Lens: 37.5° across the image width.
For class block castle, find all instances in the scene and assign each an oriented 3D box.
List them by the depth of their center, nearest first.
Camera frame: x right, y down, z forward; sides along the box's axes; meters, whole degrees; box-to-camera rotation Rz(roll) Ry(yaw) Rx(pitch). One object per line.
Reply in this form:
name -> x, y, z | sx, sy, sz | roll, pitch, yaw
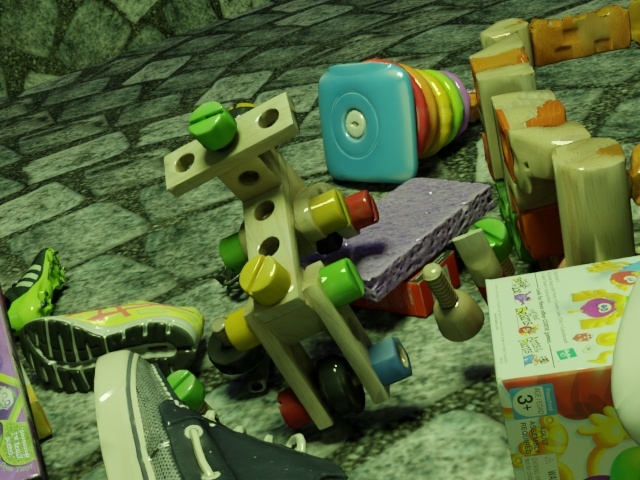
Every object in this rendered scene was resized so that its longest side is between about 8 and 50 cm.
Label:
block castle -> 0.319, -0.077, 0.892 | 0.303, 0.212, 0.453 | -11, 27, 6

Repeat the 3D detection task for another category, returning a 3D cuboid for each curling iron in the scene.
curling iron -> -0.072, 0.081, 1.004 | 0.068, 0.035, 0.274 | -33, 27, 7

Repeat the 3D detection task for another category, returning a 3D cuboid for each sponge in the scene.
sponge -> 0.079, -0.008, 1.000 | 0.117, 0.031, 0.210 | 10, 35, 44

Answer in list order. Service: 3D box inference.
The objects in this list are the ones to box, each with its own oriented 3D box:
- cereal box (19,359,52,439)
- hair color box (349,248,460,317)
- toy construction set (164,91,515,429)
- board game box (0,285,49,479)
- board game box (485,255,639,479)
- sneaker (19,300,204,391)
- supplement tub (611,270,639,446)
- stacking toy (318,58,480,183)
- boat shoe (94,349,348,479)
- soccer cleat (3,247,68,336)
cereal box -> -0.387, 0.169, 0.971 | 0.173, 0.047, 0.240 | -25, 26, -20
hair color box -> 0.069, 0.038, 1.001 | 0.141, 0.043, 0.072 | 6, 31, 40
toy construction set -> 0.000, 0.000, 0.778 | 0.309, 0.237, 0.257 | -2, 51, 31
board game box -> -0.392, 0.125, 0.886 | 0.208, 0.056, 0.347 | -20, 49, -11
board game box -> 0.262, 0.095, 0.633 | 0.275, 0.142, 0.144 | -10, 23, 12
sneaker -> -0.215, 0.104, 0.994 | 0.208, 0.081, 0.094 | -1, 19, 15
supplement tub -> 0.319, 0.055, 0.411 | 0.316, 0.228, 0.228 | 27, 34, 6
stacking toy -> 0.155, -0.186, 1.360 | 0.302, 0.165, 0.175 | -15, 15, -40
boat shoe -> -0.071, 0.181, 0.693 | 0.158, 0.127, 0.340 | -13, 30, -12
soccer cleat -> -0.365, 0.062, 1.186 | 0.072, 0.060, 0.179 | -16, 26, 2
